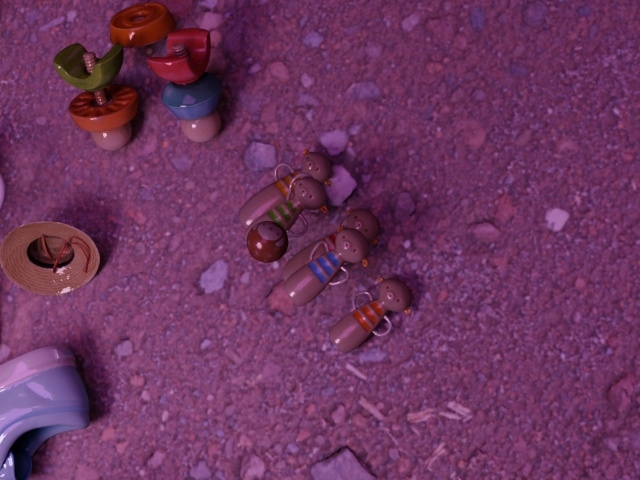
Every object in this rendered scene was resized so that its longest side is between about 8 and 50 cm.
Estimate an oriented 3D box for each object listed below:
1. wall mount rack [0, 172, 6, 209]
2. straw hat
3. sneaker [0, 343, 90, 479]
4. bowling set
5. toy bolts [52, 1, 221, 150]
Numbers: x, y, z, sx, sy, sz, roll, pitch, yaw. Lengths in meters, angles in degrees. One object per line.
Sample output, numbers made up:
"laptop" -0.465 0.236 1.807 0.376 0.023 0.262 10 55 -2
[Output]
"wall mount rack" -0.602 0.010 1.802 0.350 0.130 0.304 -6 74 15
"straw hat" -0.392 0.010 1.769 0.144 0.144 0.061 -18 36 11
"sneaker" -0.489 0.293 1.701 0.366 0.135 0.150 -31 69 8
"bowling set" 0.000 0.000 1.603 0.154 0.200 0.287 -40 75 3
"toy bolts" -0.236 -0.230 1.771 0.228 0.158 0.218 7 40 26
